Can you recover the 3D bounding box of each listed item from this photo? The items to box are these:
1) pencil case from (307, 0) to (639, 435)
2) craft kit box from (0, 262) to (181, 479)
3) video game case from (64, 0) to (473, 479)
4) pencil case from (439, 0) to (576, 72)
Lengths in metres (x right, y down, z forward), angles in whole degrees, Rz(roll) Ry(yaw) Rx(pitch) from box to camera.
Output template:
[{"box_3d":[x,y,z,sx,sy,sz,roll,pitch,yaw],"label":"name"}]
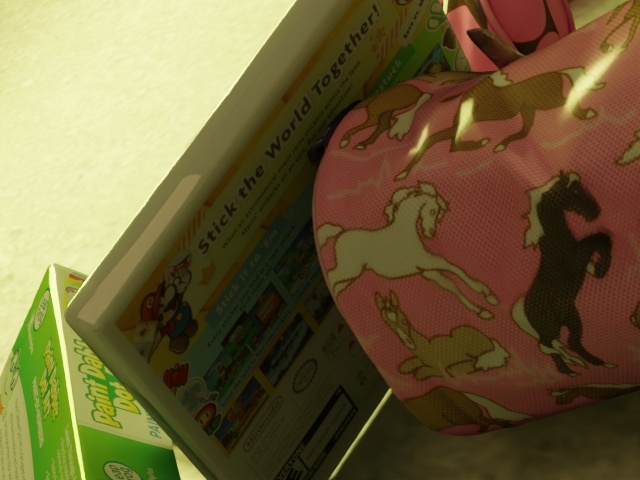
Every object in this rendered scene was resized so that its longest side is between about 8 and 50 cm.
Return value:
[{"box_3d":[0.174,-0.049,0.739,0.386,0.167,0.160,-23,-5,41],"label":"pencil case"},{"box_3d":[-0.147,0.170,0.940,0.246,0.061,0.250,-65,20,19],"label":"craft kit box"},{"box_3d":[0.000,0.000,0.893,0.026,0.206,0.227,23,69,35],"label":"video game case"},{"box_3d":[0.039,-0.087,1.074,0.209,0.098,0.095,-27,31,37],"label":"pencil case"}]
